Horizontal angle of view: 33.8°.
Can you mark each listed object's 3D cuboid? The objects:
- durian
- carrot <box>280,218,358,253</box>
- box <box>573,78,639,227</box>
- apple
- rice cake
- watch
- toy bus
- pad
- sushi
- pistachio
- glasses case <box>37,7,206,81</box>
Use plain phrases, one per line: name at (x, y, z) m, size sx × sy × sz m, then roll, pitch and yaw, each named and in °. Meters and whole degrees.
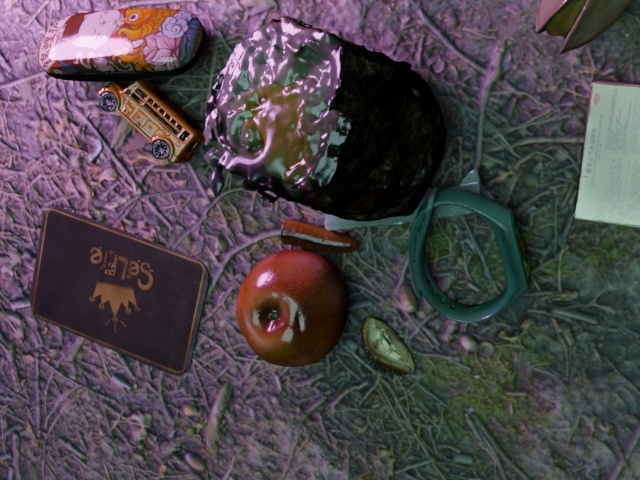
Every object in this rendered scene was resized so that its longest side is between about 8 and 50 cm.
durian at (0.110, 0.193, 1.839) m, size 0.066 × 0.052 × 0.130 m, roll -39°, pitch 89°, yaw -15°
carrot at (0.000, 0.000, 1.828) m, size 0.139 × 0.048 × 0.048 m, roll 14°, pitch 106°, yaw 17°
box at (0.480, -0.129, 1.586) m, size 0.168 × 0.095 × 0.212 m, roll 9°, pitch 104°, yaw 18°
apple at (-0.052, 0.119, 1.810) m, size 0.201 × 0.162 × 0.201 m, roll 6°, pitch 105°, yaw 21°
rice cake at (0.140, -0.066, 1.756) m, size 0.290 × 0.051 × 0.081 m, roll -8°, pitch 107°, yaw 21°
watch at (0.237, 0.021, 1.702) m, size 0.195 × 0.068 × 0.237 m, roll -7°, pitch 117°, yaw 23°
toy bus at (-0.301, -0.224, 1.877) m, size 0.194 × 0.083 × 0.088 m, roll 42°, pitch 103°, yaw 5°
pad at (-0.396, 0.070, 1.989) m, size 0.375 × 0.063 × 0.315 m, roll 19°, pitch 107°, yaw 16°
sushi at (0.003, -0.181, 1.637) m, size 0.299 × 0.294 × 0.281 m, roll 11°, pitch 92°, yaw 39°
pistachio at (0.399, -0.377, 1.539) m, size 0.126 × 0.152 × 0.223 m, roll 38°, pitch 130°, yaw 6°
glasses case at (-0.353, -0.343, 1.851) m, size 0.320 × 0.082 × 0.122 m, roll 2°, pitch 63°, yaw 22°
